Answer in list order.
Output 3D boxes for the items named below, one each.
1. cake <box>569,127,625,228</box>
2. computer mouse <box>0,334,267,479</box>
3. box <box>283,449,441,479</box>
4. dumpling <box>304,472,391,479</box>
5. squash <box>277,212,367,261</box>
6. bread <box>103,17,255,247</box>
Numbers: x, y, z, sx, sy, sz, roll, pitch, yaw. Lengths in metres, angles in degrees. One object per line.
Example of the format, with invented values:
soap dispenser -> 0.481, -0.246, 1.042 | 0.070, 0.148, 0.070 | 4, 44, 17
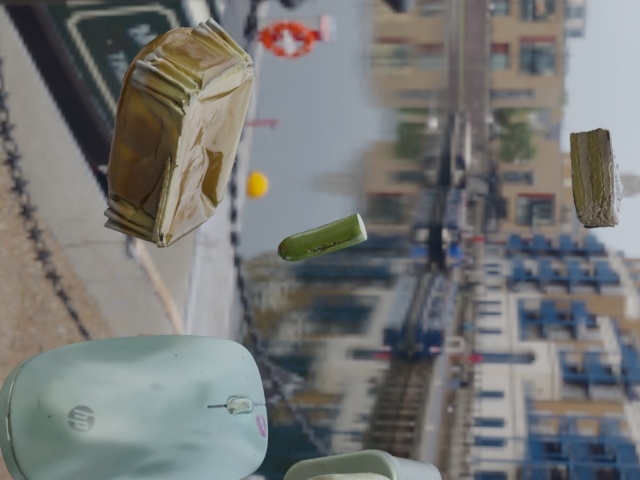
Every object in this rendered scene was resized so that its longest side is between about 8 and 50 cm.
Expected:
cake -> 0.298, -0.079, 1.298 | 0.065, 0.052, 0.121 | -58, 143, -44
computer mouse -> -0.172, 0.171, 1.173 | 0.097, 0.288, 0.160 | -30, -115, 57
box -> 0.093, 0.498, 1.782 | 0.344, 0.177, 0.352 | 31, 48, -70
dumpling -> 0.015, 0.371, 1.412 | 0.243, 0.318, 0.187 | 18, 67, -63
squash -> 0.000, 0.000, 1.109 | 0.027, 0.083, 0.027 | -18, 90, -78
bread -> -0.160, -0.115, 1.310 | 0.136, 0.107, 0.241 | -40, 157, -43
